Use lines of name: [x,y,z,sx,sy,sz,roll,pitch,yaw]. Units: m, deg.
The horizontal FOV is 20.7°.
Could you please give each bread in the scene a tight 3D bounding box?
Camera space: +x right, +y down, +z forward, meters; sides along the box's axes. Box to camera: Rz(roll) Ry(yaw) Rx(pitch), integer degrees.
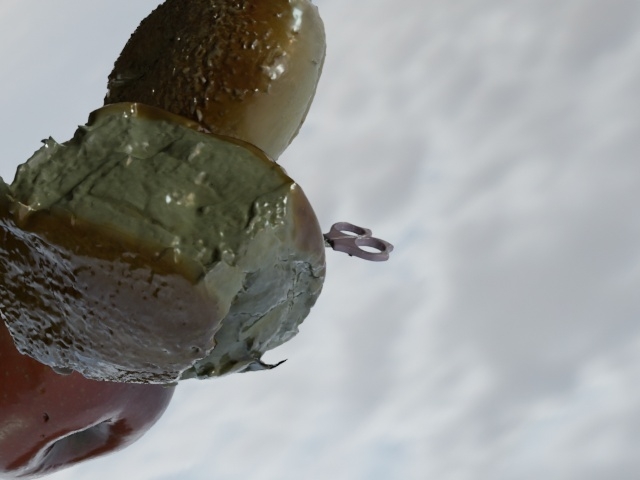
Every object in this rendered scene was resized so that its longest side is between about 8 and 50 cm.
bread: [-0.129,-0.160,1.865,0.305,0.159,0.305,-39,-146,34]
bread: [-0.145,0.018,1.648,0.225,0.279,0.250,-53,160,-39]

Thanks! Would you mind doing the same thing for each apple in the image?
apple: [-0.339,0.137,2.202,0.348,0.277,0.348,-20,159,-8]

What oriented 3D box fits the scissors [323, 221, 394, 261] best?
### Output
scissors: [0.000,0.001,2.410,0.110,0.212,0.021,39,-60,48]
